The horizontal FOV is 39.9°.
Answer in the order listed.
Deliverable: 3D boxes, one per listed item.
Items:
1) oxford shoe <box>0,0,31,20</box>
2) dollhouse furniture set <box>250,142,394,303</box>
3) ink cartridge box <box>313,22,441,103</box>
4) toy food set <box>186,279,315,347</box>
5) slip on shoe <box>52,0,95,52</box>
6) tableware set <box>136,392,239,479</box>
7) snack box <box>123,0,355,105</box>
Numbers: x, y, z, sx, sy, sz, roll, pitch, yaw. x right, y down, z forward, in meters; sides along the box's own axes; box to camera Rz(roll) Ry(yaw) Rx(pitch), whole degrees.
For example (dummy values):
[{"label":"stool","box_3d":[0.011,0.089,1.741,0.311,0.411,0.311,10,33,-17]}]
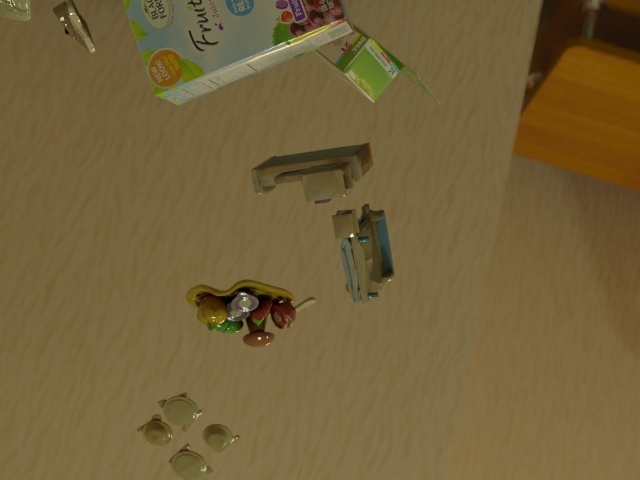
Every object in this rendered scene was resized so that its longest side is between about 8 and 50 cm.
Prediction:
[{"label":"oxford shoe","box_3d":[-0.376,-0.480,1.148,0.147,0.396,0.140,21,-176,-21]},{"label":"dollhouse furniture set","box_3d":[0.000,0.000,1.614,0.198,0.303,0.286,-7,-166,16]},{"label":"ink cartridge box","box_3d":[0.110,-0.353,1.848,0.255,0.097,0.189,43,-173,24]},{"label":"toy food set","box_3d":[-0.107,0.122,1.372,0.218,0.071,0.128,17,147,-42]},{"label":"slip on shoe","box_3d":[-0.479,-0.413,1.719,0.041,0.051,0.135,-20,156,-2]},{"label":"tableware set","box_3d":[-0.239,0.349,1.565,0.141,0.020,0.168,-39,105,20]},{"label":"snack box","box_3d":[-0.092,-0.256,0.888,0.207,0.174,0.070,-21,175,11]}]
